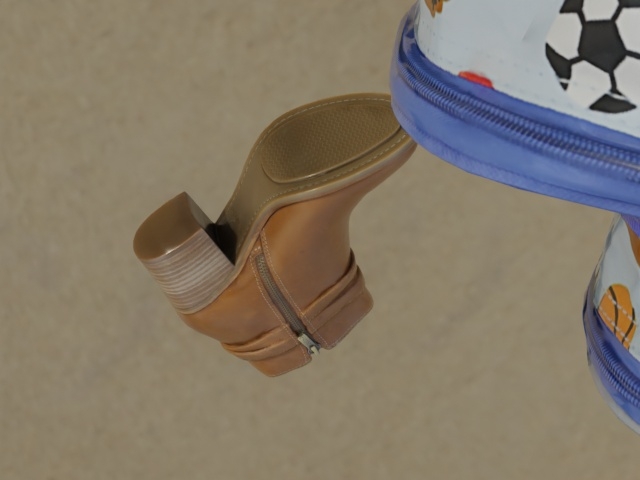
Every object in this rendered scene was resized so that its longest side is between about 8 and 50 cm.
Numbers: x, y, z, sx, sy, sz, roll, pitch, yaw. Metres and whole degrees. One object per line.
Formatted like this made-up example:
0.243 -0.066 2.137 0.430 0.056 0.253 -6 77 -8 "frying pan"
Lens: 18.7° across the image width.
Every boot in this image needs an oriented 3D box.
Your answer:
0.000 0.000 1.196 0.197 0.073 0.152 -27 135 15 "boot"

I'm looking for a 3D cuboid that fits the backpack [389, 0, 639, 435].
0.149 -0.056 0.434 0.263 0.276 0.213 19 104 10 "backpack"
